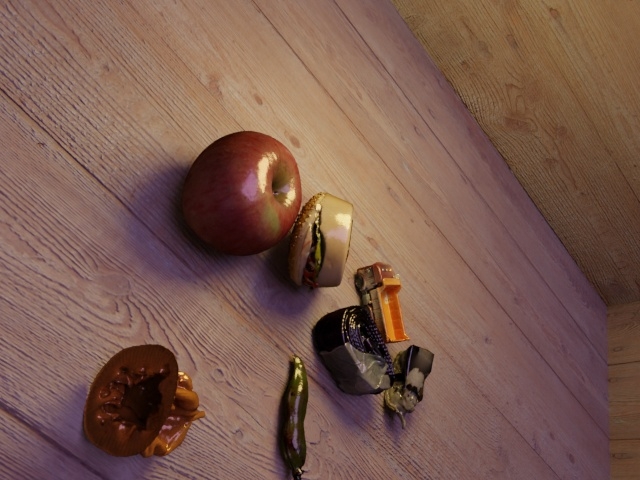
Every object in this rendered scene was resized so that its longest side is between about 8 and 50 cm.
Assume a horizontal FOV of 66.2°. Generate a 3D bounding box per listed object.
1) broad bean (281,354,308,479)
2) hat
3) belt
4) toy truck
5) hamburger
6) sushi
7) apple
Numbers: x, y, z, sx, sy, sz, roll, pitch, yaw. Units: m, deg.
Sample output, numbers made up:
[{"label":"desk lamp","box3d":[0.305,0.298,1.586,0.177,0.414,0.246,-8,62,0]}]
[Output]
[{"label":"broad bean","box3d":[-0.068,0.474,1.315,0.077,0.061,0.339,28,55,-42]},{"label":"hat","box3d":[-0.318,0.348,1.045,0.244,0.233,0.233,-52,141,-2]},{"label":"belt","box3d":[0.118,0.337,1.488,0.289,0.164,0.184,61,37,-8]},{"label":"toy truck","box3d":[0.206,0.211,1.652,0.114,0.135,0.271,6,68,-42]},{"label":"hamburger","box3d":[0.000,0.000,1.449,0.170,0.302,0.302,11,57,1]},{"label":"sushi","box3d":[0.276,0.482,1.637,0.134,0.109,0.273,33,65,-35]},{"label":"apple","box3d":[-0.214,-0.122,1.315,0.344,0.269,0.345,22,66,-61]}]
